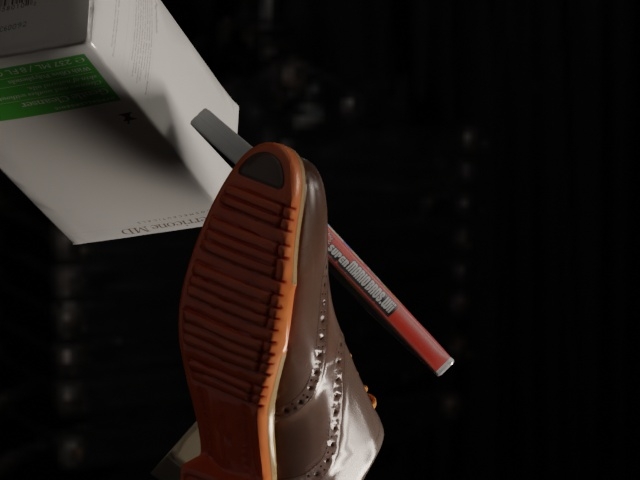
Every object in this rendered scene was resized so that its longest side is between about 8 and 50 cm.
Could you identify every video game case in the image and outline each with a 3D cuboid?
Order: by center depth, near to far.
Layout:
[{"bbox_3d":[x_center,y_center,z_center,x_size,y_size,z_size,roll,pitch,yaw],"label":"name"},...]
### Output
[{"bbox_3d":[0.000,0.000,1.881,0.025,0.285,0.204,-44,-153,-2],"label":"video game case"}]

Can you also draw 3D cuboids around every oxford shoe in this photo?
[{"bbox_3d":[-0.024,0.102,1.485,0.133,0.363,0.130,-4,-162,-33],"label":"oxford shoe"}]

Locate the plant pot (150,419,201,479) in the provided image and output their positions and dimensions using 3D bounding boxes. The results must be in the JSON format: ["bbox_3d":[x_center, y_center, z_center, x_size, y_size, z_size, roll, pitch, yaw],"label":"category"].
[{"bbox_3d":[-0.071,0.187,1.710,0.109,0.096,0.109,-48,180,-20],"label":"plant pot"}]

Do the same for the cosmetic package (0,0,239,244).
[{"bbox_3d":[-0.234,-0.150,1.959,0.197,0.155,0.365,-9,150,18],"label":"cosmetic package"}]
